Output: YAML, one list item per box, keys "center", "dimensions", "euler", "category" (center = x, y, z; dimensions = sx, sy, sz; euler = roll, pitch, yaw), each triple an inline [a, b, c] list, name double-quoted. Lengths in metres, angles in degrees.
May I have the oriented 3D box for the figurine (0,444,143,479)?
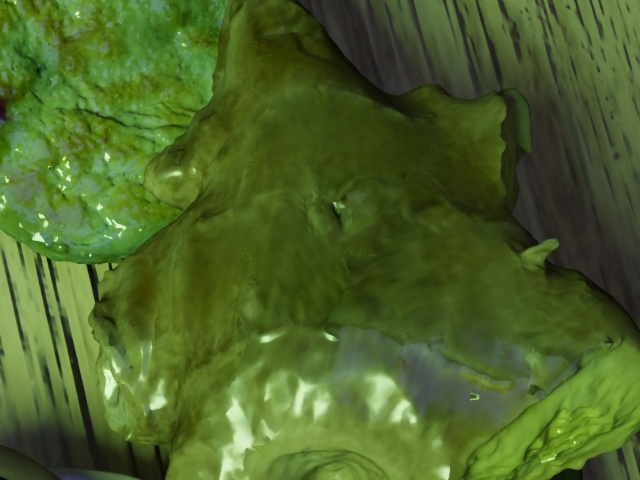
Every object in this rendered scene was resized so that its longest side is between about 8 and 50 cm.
- center: [-0.134, 0.137, 0.543]
  dimensions: [0.138, 0.125, 0.125]
  euler: [14, 72, -18]
  category: "figurine"

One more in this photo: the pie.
- center: [-0.090, -0.076, 0.660]
  dimensions: [0.186, 0.041, 0.187]
  euler: [5, 77, -23]
  category: "pie"

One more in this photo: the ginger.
- center: [0.000, 0.000, 0.593]
  dimensions: [0.218, 0.123, 0.270]
  euler: [-24, 56, -8]
  category: "ginger"

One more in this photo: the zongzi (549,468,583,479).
- center: [0.059, 0.261, 0.607]
  dimensions: [0.360, 0.160, 0.323]
  euler: [-30, 114, -57]
  category: "zongzi"
